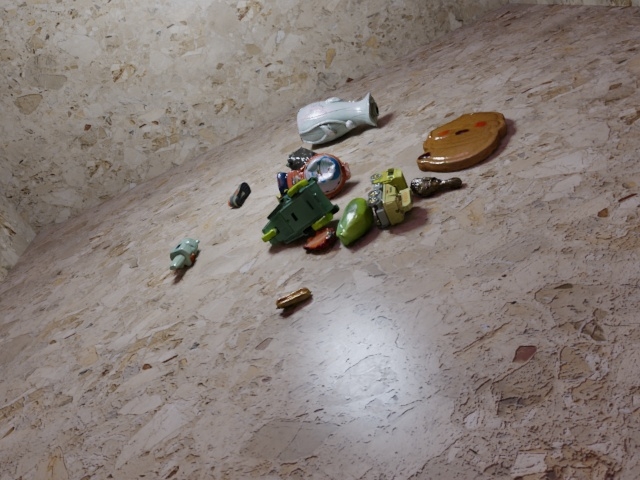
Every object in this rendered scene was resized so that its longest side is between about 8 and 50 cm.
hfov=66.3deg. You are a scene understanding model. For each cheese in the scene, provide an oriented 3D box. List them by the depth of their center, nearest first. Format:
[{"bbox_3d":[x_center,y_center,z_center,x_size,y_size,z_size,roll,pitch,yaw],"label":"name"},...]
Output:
[{"bbox_3d":[-0.031,-0.280,2.196,0.330,0.216,0.129,-9,-9,7],"label":"cheese"}]

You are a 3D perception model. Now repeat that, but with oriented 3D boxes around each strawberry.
[{"bbox_3d":[0.002,0.002,1.861,0.152,0.048,0.103,-27,31,34],"label":"strawberry"}]

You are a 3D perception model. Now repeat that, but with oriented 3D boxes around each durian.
[{"bbox_3d":[0.128,-0.086,1.835,0.139,0.101,0.250,-11,41,34],"label":"durian"}]

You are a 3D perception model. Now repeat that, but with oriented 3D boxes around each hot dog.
[{"bbox_3d":[-0.089,0.196,1.626,0.133,0.041,0.056,-23,28,-9],"label":"hot dog"}]

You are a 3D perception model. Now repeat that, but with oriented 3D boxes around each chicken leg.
[{"bbox_3d":[0.433,-0.208,1.843,0.198,0.069,0.085,-3,12,25],"label":"chicken leg"}]

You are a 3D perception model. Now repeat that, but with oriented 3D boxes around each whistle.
[{"bbox_3d":[-0.615,0.061,2.208,0.101,0.106,0.253,-49,12,24],"label":"whistle"}]

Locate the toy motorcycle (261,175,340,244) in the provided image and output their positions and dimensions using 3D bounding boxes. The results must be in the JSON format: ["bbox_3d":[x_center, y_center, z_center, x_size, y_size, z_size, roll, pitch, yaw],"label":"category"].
[{"bbox_3d":[-0.095,-0.104,1.987,0.326,0.191,0.200,-34,5,31],"label":"toy motorcycle"}]

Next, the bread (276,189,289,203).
[{"bbox_3d":[-0.097,-0.232,2.281,0.226,0.088,0.049,-35,27,-17],"label":"bread"}]

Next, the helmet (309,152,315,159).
[{"bbox_3d":[0.019,-0.346,2.337,0.153,0.107,0.177,8,18,-31],"label":"helmet"}]

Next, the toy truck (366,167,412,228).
[{"bbox_3d":[0.269,-0.165,1.831,0.157,0.124,0.272,-16,31,20],"label":"toy truck"}]

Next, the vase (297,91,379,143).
[{"bbox_3d":[0.100,-0.675,2.714,0.446,0.249,0.250,-9,33,21],"label":"vase"}]

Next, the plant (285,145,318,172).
[{"bbox_3d":[-0.094,-0.400,2.509,0.195,0.129,0.132,13,47,45],"label":"plant"}]

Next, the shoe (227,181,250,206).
[{"bbox_3d":[-0.434,-0.243,2.595,0.077,0.074,0.194,-18,31,25],"label":"shoe"}]

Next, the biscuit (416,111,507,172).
[{"bbox_3d":[0.600,-0.429,2.064,0.350,0.078,0.455,-5,35,27],"label":"biscuit"}]
